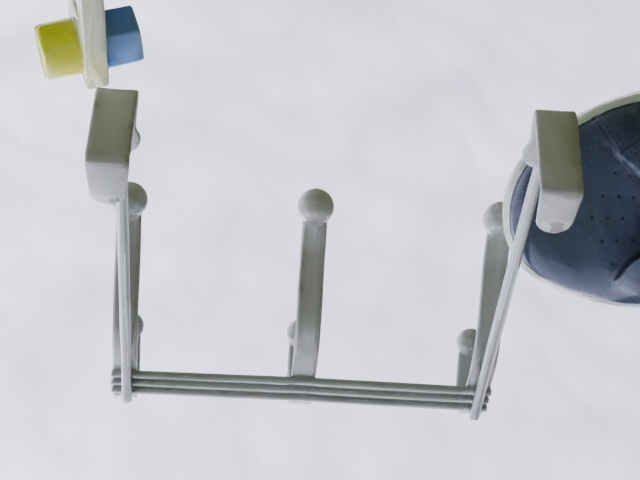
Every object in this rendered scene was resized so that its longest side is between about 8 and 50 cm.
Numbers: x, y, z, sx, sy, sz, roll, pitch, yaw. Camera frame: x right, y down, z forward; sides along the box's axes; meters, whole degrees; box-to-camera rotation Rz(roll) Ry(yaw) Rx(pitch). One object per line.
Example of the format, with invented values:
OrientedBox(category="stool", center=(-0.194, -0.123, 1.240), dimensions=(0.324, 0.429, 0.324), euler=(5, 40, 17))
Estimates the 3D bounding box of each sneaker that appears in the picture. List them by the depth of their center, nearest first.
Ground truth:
OrientedBox(category="sneaker", center=(0.267, -0.010, 0.948), dimensions=(0.148, 0.350, 0.131), euler=(-62, -31, -72))

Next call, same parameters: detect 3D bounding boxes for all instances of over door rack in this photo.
OrientedBox(category="over door rack", center=(0.000, 0.000, 1.013), dimensions=(0.239, 0.324, 0.108), euler=(2, -116, -3))

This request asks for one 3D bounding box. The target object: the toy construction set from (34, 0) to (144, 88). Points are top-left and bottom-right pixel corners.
OrientedBox(category="toy construction set", center=(-0.084, -0.211, 0.811), dimensions=(0.151, 0.327, 0.215), euler=(-11, -97, -26))
